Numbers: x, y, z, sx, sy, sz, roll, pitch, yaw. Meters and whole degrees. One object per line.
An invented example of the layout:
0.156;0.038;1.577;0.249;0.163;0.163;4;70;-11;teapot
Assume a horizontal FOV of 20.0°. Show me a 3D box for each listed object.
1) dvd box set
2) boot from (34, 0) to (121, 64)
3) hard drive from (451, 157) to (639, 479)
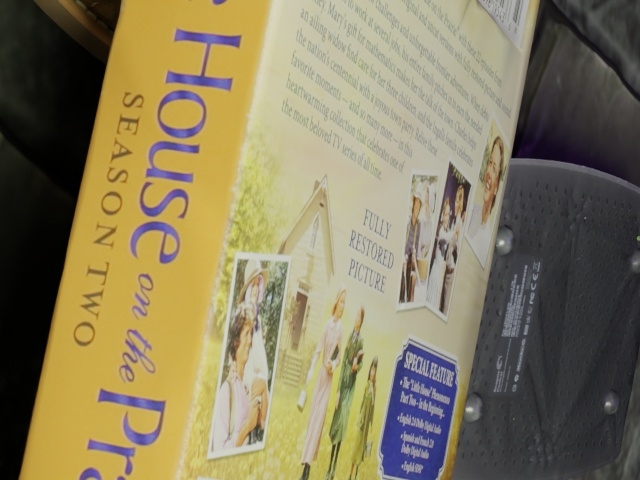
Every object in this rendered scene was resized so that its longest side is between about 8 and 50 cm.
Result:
0.000;0.000;0.693;0.307;0.062;0.420;27;73;-69;dvd box set
-0.074;-0.180;0.631;0.112;0.115;0.305;-78;151;-48;boot
0.108;0.042;0.960;0.255;0.054;0.172;7;94;-60;hard drive
